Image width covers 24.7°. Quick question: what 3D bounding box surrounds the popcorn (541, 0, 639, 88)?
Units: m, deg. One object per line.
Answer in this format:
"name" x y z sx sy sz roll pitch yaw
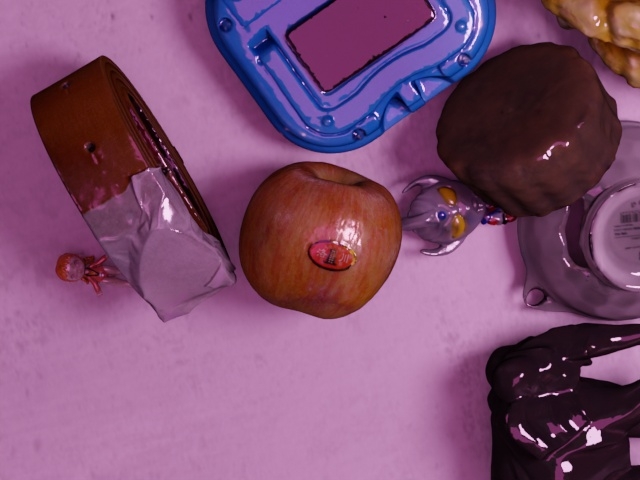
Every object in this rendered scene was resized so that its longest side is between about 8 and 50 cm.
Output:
"popcorn" 0.455 -0.311 1.791 0.335 0.274 0.279 36 96 -4

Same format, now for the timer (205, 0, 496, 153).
"timer" 0.040 -0.296 1.885 0.340 0.115 0.309 -35 100 6

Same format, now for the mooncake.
"mooncake" 0.267 -0.138 1.857 0.228 0.228 0.124 -37 130 7

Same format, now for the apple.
"apple" 0.000 0.000 1.886 0.211 0.211 0.188 13 103 -1

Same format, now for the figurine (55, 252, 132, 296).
"figurine" -0.305 0.044 1.985 0.109 0.047 0.064 10 93 -9

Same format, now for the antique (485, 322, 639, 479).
"antique" 0.344 0.263 1.936 0.255 0.185 0.322 1 103 0

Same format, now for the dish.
"dish" 0.399 -0.015 1.904 0.303 0.120 0.303 -1 101 -7

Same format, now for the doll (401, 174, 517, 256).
"doll" 0.185 -0.042 1.949 0.194 0.062 0.104 -17 117 -6

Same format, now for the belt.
"belt" -0.233 -0.067 1.876 0.122 0.217 0.339 -29 100 7
